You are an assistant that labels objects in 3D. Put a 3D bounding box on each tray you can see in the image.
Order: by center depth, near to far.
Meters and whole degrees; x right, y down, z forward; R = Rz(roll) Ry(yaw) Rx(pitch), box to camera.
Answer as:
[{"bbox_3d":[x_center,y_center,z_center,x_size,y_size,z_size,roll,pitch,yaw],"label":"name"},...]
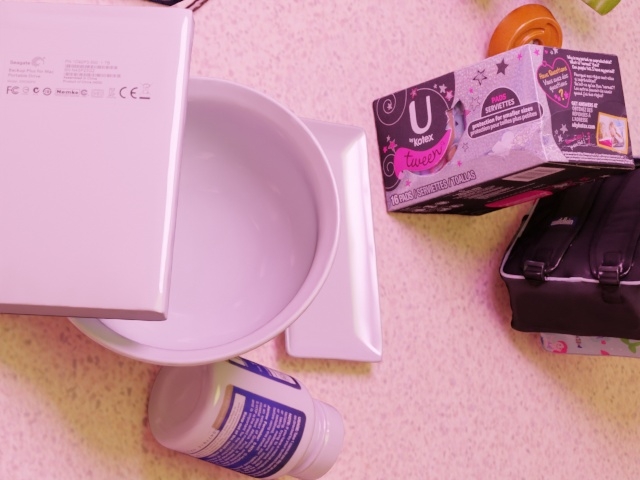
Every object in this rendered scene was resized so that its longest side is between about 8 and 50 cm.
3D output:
[{"bbox_3d":[0.000,0.000,2.187,0.145,0.030,0.270,7,74,-43],"label":"tray"}]

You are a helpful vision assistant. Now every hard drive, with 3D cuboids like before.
[{"bbox_3d":[-0.234,-0.079,1.893,0.040,0.203,0.307,82,11,-71],"label":"hard drive"}]

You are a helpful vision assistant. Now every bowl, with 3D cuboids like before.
[{"bbox_3d":[-0.127,-0.002,1.954,0.298,0.134,0.298,-1,71,2],"label":"bowl"}]

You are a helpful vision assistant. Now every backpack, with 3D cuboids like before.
[{"bbox_3d":[0.354,0.015,2.388,0.253,0.225,0.191,-64,144,-39],"label":"backpack"}]

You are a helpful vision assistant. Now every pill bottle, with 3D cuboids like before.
[{"bbox_3d":[-0.071,0.181,2.013,0.187,0.112,0.112,24,63,-36],"label":"pill bottle"}]

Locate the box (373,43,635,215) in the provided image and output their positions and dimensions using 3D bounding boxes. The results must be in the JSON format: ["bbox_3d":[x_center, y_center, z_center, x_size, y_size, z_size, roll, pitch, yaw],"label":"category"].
[{"bbox_3d":[0.204,-0.124,2.261,0.163,0.247,0.142,2,76,-43],"label":"box"}]

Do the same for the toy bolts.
[{"bbox_3d":[0.232,-0.338,2.462,0.218,0.158,0.228,-51,134,5],"label":"toy bolts"}]

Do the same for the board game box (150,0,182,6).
[{"bbox_3d":[-0.239,-0.347,2.046,0.243,0.042,0.165,11,72,-41],"label":"board game box"}]
